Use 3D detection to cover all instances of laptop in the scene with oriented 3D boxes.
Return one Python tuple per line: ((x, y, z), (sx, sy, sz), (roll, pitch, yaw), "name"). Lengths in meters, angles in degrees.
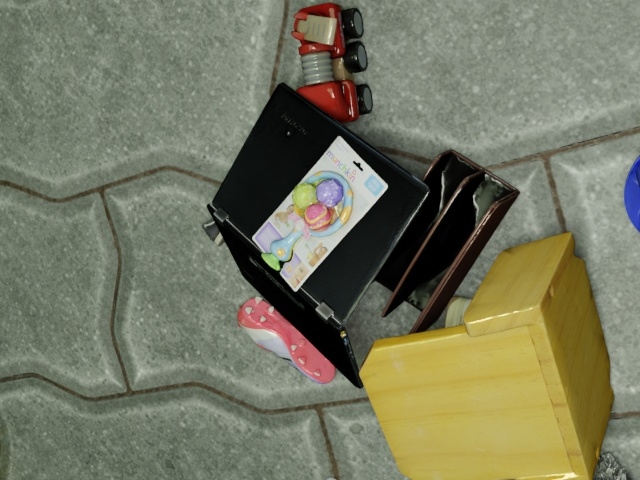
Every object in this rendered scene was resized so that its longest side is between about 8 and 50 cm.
((0.000, 0.000, 1.381), (0.236, 0.408, 0.382), (-39, 57, -15), "laptop")

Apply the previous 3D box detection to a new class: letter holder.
((0.194, 0.011, 1.327), (0.152, 0.214, 0.302), (34, 112, 14), "letter holder")

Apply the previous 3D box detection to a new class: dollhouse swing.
((0.289, 0.216, 1.270), (0.304, 0.315, 0.347), (-7, 116, 35), "dollhouse swing")

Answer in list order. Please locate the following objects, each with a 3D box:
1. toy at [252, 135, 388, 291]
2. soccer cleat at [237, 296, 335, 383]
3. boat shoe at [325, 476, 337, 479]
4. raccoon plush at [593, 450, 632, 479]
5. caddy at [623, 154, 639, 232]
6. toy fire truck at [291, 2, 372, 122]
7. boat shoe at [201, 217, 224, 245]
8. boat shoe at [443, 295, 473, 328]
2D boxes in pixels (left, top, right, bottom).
((-0.016, -0.047, 1.230), (0.237, 0.056, 0.137), (-50, 61, 17), "toy")
((-0.074, 0.218, 1.573), (0.248, 0.083, 0.095), (38, 142, 7), "soccer cleat")
((0.010, 0.583, 1.618), (0.049, 0.040, 0.142), (18, 107, 20), "boat shoe")
((0.493, 0.516, 1.248), (0.446, 0.299, 0.216), (14, 105, 21), "raccoon plush")
((0.646, -0.063, 1.137), (0.341, 0.179, 0.241), (-5, 120, 24), "caddy")
((0.008, -0.316, 1.326), (0.158, 0.246, 0.217), (-4, 99, 25), "toy fire truck")
((-0.184, -0.080, 1.555), (0.065, 0.075, 0.206), (40, 118, 9), "boat shoe")
((0.269, 0.246, 1.369), (0.089, 0.104, 0.285), (3, 84, 24), "boat shoe")
